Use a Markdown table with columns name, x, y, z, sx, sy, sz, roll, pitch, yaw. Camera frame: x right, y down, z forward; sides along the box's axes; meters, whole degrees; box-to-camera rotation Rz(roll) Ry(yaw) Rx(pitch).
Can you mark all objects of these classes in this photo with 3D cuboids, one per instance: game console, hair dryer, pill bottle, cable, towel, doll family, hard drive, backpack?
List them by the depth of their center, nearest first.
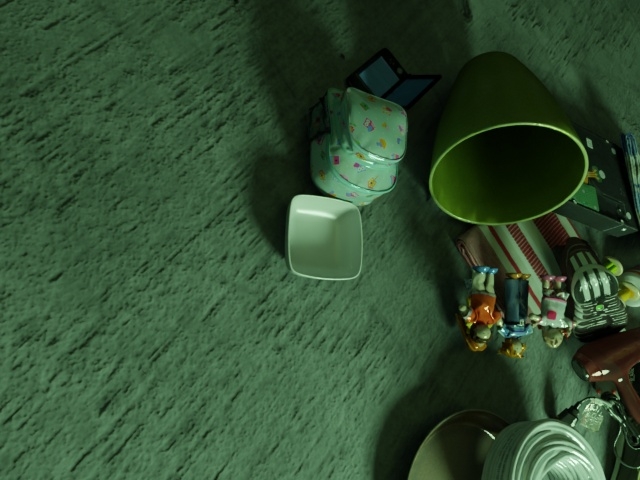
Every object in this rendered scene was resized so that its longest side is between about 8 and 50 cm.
| name | x | y | z | sx | sy | sz | roll | pitch | yaw |
| --- | --- | --- | --- | --- | --- | --- | --- | --- | --- |
| cable | 0.398 | 0.448 | 0.875 | 0.256 | 0.089 | 0.257 | 14 | 72 | -23 |
| backpack | 0.066 | -0.162 | 0.875 | 0.165 | 0.144 | 0.189 | 12 | 76 | -30 |
| doll family | 0.352 | 0.141 | 0.952 | 0.262 | 0.118 | 0.163 | 7 | 84 | -19 |
| game console | 0.145 | -0.321 | 0.983 | 0.124 | 0.085 | 0.144 | 49 | 61 | -9 |
| hair dryer | 0.626 | 0.303 | 1.043 | 0.223 | 0.080 | 0.294 | 24 | 92 | -6 |
| towel | 0.452 | 0.020 | 1.089 | 0.329 | 0.037 | 0.237 | -33 | 92 | -31 |
| hard drive | 0.606 | -0.159 | 1.172 | 0.338 | 0.064 | 0.237 | 15 | 65 | -28 |
| pill bottle | 0.794 | 0.100 | 1.212 | 0.151 | 0.086 | 0.086 | -17 | 86 | -29 |
| towel | 0.814 | -0.118 | 1.258 | 0.209 | 0.034 | 0.285 | 10 | 71 | -53 |

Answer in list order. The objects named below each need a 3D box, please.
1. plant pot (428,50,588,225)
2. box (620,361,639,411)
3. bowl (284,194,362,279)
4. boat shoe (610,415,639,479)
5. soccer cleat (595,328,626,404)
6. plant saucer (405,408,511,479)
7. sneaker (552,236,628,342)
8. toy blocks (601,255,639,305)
| name | x | y | z | sx | sy | sz | roll | pitch | yaw |
| --- | --- | --- | --- | --- | --- | --- | --- | --- | --- |
| plant pot | 0.350 | -0.228 | 0.990 | 0.274 | 0.275 | 0.294 | 22 | 52 | -21 |
| box | 0.774 | 0.341 | 1.150 | 0.180 | 0.077 | 0.148 | 30 | 67 | -18 |
| bowl | 0.000 | 0.000 | 0.852 | 0.141 | 0.053 | 0.142 | 7 | 74 | -25 |
| boat shoe | 0.684 | 0.527 | 1.051 | 0.109 | 0.091 | 0.305 | 29 | 67 | -18 |
| soccer cleat | 0.667 | 0.277 | 1.119 | 0.076 | 0.068 | 0.197 | 27 | 64 | -22 |
| plant saucer | 0.264 | 0.460 | 0.880 | 0.310 | 0.050 | 0.311 | 7 | 74 | -26 |
| sneaker | 0.560 | 0.090 | 1.047 | 0.281 | 0.106 | 0.163 | 57 | 22 | -45 |
| toy blocks | 0.646 | 0.122 | 1.150 | 0.148 | 0.054 | 0.123 | -30 | 83 | -15 |
